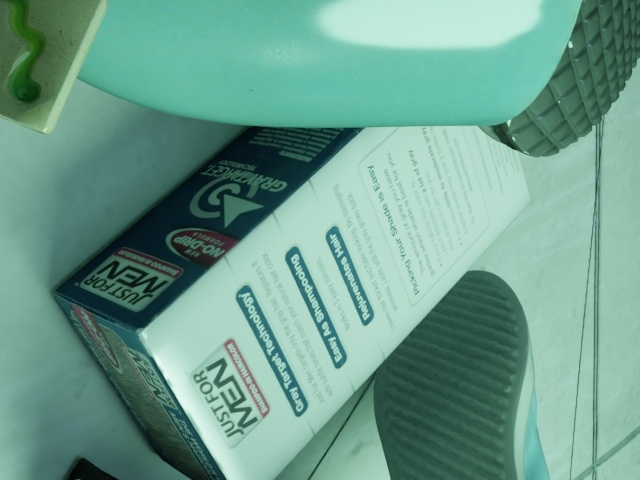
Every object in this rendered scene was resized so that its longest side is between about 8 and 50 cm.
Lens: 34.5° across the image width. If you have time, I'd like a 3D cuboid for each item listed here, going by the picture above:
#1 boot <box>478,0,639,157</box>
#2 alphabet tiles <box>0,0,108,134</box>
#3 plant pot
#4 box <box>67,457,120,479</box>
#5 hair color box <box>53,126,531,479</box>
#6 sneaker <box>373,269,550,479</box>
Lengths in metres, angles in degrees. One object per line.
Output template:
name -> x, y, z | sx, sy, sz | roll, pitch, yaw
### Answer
boot -> 0.124, -0.205, 0.720 | 0.338, 0.223, 0.118 | -55, 145, -28
alphabet tiles -> -0.187, -0.196, 0.405 | 0.011, 0.285, 0.342 | 55, 57, -81
plant pot -> -0.034, -0.192, 0.531 | 0.235, 0.293, 0.293 | -8, 111, -13
box -> -0.006, 0.280, 0.688 | 0.295, 0.293, 0.073 | 46, 70, -42
hair color box -> 0.000, 0.000, 0.743 | 0.347, 0.105, 0.173 | -44, 129, -27
sneaker -> 0.123, 0.194, 0.831 | 0.365, 0.135, 0.150 | -83, 156, -43
